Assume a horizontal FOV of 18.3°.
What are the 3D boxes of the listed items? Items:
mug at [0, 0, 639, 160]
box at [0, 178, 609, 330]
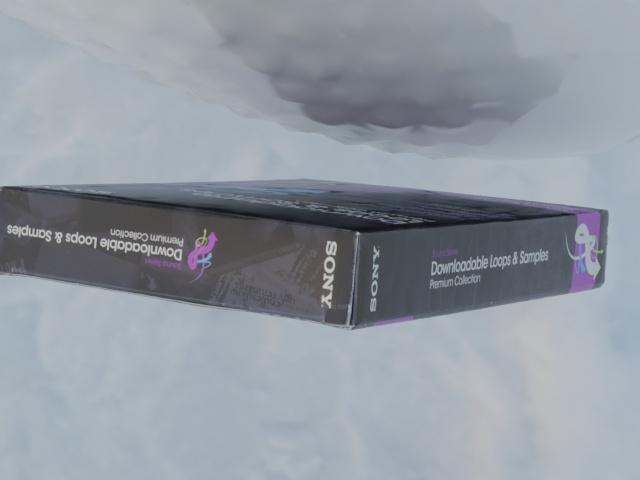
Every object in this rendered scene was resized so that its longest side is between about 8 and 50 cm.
[{"bbox_3d":[0.017,-0.219,0.646,0.328,0.276,0.374,28,89,-15],"label":"mug"},{"bbox_3d":[0.000,0.000,0.577,0.162,0.116,0.029,-7,103,-60],"label":"box"}]
